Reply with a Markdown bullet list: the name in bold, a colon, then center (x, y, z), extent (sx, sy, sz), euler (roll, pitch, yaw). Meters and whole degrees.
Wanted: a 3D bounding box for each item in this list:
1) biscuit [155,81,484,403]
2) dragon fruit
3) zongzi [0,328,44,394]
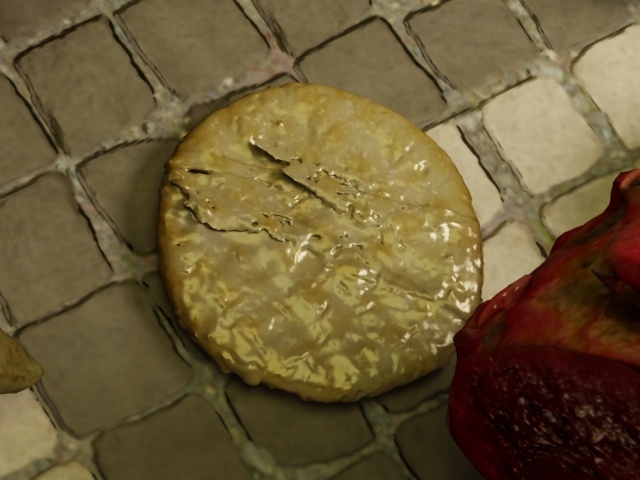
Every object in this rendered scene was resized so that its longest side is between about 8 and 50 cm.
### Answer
- **biscuit**: center (0.000, -0.001, 1.200), extent (0.220, 0.033, 0.220), euler (5, 65, -11)
- **dragon fruit**: center (0.269, 0.093, 1.021), extent (0.386, 0.371, 0.249), euler (35, 70, -4)
- **zongzi**: center (-0.423, -0.113, 1.122), extent (0.467, 0.218, 0.500), euler (10, 48, -36)
